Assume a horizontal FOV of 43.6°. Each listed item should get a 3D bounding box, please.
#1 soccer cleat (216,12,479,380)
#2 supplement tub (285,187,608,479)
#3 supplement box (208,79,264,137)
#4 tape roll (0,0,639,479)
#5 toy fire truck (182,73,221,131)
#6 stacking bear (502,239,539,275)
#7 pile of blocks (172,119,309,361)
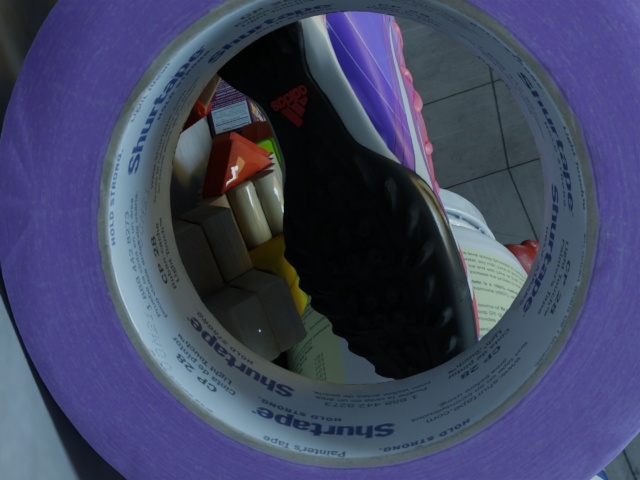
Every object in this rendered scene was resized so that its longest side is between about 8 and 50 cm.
[{"bbox_3d":[0.020,-0.068,0.452,0.116,0.109,0.318,-36,102,-44],"label":"soccer cleat"},{"bbox_3d":[0.091,0.133,0.691,0.235,0.236,0.324,63,13,-47],"label":"supplement tub"},{"bbox_3d":[-0.083,-0.130,0.767,0.055,0.043,0.083,52,22,-70],"label":"supplement box"},{"bbox_3d":[0.012,-0.010,0.343,0.090,0.275,0.274,-64,135,-80],"label":"tape roll"},{"bbox_3d":[-0.087,-0.167,0.502,0.135,0.192,0.047,42,13,-8],"label":"toy fire truck"},{"bbox_3d":[0.162,0.087,1.055,0.164,0.289,0.175,59,16,-57],"label":"stacking bear"},{"bbox_3d":[-0.025,-0.042,0.603,0.362,0.149,0.112,-82,154,-70],"label":"pile of blocks"}]
